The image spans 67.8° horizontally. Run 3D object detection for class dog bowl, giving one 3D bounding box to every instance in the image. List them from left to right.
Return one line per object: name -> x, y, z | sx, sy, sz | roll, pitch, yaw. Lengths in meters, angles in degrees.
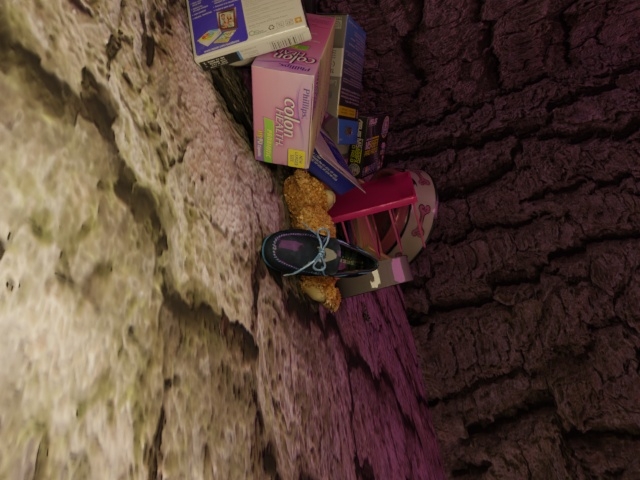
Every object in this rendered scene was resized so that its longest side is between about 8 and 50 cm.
dog bowl -> 0.270, -0.098, 1.847 | 0.150, 0.408, 0.408 | 15, 47, -23

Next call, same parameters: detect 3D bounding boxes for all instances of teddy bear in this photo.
teddy bear -> 0.000, 0.000, 1.108 | 0.245, 0.113, 0.338 | 59, 19, -53

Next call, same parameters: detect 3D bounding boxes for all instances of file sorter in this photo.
file sorter -> 0.149, -0.054, 1.409 | 0.202, 0.290, 0.182 | -82, 155, -62

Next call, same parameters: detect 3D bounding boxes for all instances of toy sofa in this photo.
toy sofa -> 0.131, -0.033, 1.688 | 0.150, 0.177, 0.363 | 31, 38, -35

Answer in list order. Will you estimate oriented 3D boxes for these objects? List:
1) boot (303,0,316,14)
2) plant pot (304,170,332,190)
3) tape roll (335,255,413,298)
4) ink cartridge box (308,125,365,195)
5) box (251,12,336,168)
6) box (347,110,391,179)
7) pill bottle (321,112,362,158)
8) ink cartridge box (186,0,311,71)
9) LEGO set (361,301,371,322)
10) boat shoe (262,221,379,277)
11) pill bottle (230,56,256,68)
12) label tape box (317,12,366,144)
boot -> -0.057, -0.622, 1.174 | 0.367, 0.146, 0.446 | -84, 173, -56
plant pot -> -0.019, -0.129, 1.265 | 0.082, 0.081, 0.083 | 61, 24, -43
tape roll -> 0.149, 0.107, 1.352 | 0.219, 0.219, 0.072 | 18, 56, -74
ink cartridge box -> -0.008, -0.223, 1.183 | 0.165, 0.065, 0.333 | 35, 19, -34
box -> -0.053, -0.313, 0.983 | 0.214, 0.117, 0.243 | 97, 5, -49
box -> 0.178, -0.352, 1.736 | 0.270, 0.060, 0.217 | -34, 135, -61
pill bottle -> 0.102, -0.423, 1.889 | 0.334, 0.187, 0.188 | -56, 128, -74
ink cartridge box -> -0.136, -0.425, 0.855 | 0.045, 0.206, 0.209 | 54, 23, -72
LEGO set -> 0.156, 0.254, 1.651 | 0.083, 0.023, 0.054 | -111, 179, -62
boat shoe -> 0.010, 0.020, 0.928 | 0.258, 0.089, 0.109 | 3, 87, -41
pill bottle -> -0.150, -0.414, 0.991 | 0.187, 0.111, 0.112 | -61, 133, -72
label tape box -> 0.046, -0.450, 1.379 | 0.240, 0.105, 0.334 | -32, 128, -69
